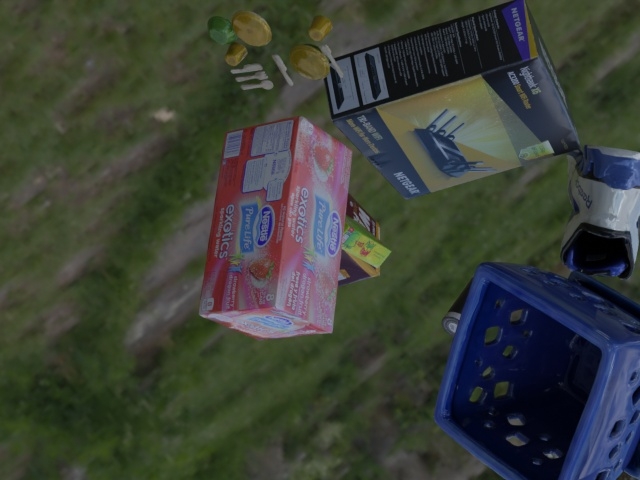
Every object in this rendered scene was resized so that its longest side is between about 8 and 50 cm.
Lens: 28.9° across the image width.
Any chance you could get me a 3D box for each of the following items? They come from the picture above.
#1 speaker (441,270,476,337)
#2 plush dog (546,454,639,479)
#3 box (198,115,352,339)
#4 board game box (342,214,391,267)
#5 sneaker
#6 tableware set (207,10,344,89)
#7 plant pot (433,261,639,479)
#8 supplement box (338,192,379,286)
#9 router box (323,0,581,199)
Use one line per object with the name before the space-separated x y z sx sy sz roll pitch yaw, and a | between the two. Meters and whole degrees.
speaker | 0.269 0.111 2.208 0.136 0.055 0.055 -50 -179 -35
plush dog | 0.466 0.429 1.962 0.225 0.262 0.211 -17 -156 3
box | -0.062 -0.016 1.858 0.154 0.300 0.142 -9 155 37
board game box | 0.049 -0.013 2.241 0.043 0.092 0.181 -51 149 7
sneaker | 0.403 -0.037 1.811 0.315 0.127 0.182 3 100 -81
tableware set | -0.049 -0.214 1.350 0.154 0.104 0.024 -2 -135 38
plant pot | 0.310 0.169 1.537 0.212 0.236 0.236 -2 115 -39
supplement box | 0.000 0.000 2.652 0.194 0.129 0.191 -17 143 25
router box | 0.167 -0.160 1.503 0.242 0.081 0.309 -16 160 16
